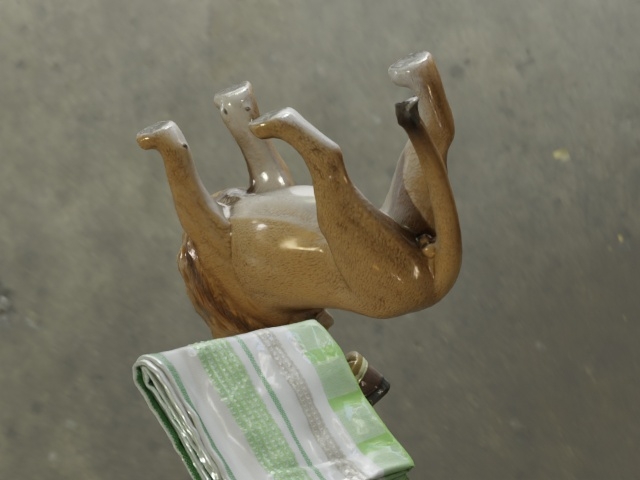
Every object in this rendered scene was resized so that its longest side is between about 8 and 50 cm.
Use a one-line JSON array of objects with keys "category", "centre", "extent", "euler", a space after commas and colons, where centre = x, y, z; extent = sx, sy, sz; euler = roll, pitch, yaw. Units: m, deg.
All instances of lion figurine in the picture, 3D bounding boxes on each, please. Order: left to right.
[{"category": "lion figurine", "centre": [0.000, 0.000, 1.293], "extent": [0.142, 0.392, 0.240], "euler": [-30, 106, -25]}]

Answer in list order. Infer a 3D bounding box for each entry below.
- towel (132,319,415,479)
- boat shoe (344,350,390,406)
[{"category": "towel", "centre": [-0.020, 0.095, 0.911], "extent": [0.023, 0.152, 0.113], "euler": [-43, 71, 33]}, {"category": "boat shoe", "centre": [0.000, 0.156, 1.455], "extent": [0.049, 0.056, 0.152], "euler": [36, 125, -11]}]
